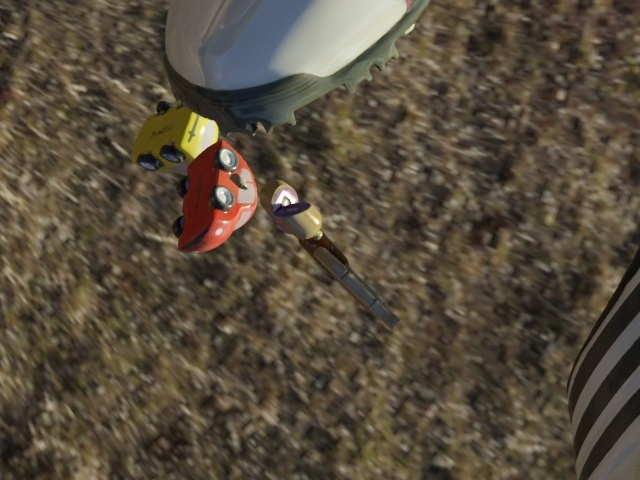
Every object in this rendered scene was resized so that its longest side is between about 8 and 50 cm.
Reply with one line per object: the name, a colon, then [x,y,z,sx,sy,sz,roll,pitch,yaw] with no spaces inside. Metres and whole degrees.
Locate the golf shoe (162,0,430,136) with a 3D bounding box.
golf shoe: [0.015,-0.169,0.659,0.273,0.105,0.120,-56,144,-4]

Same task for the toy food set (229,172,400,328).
toy food set: [0.000,0.000,1.014,0.122,0.078,0.019,44,87,-5]

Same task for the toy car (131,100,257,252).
toy car: [-0.063,-0.113,1.500,0.053,0.239,0.225,28,102,-27]

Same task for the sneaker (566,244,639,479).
sneaker: [0.311,0.049,0.955,0.169,0.447,0.258,14,54,-52]
